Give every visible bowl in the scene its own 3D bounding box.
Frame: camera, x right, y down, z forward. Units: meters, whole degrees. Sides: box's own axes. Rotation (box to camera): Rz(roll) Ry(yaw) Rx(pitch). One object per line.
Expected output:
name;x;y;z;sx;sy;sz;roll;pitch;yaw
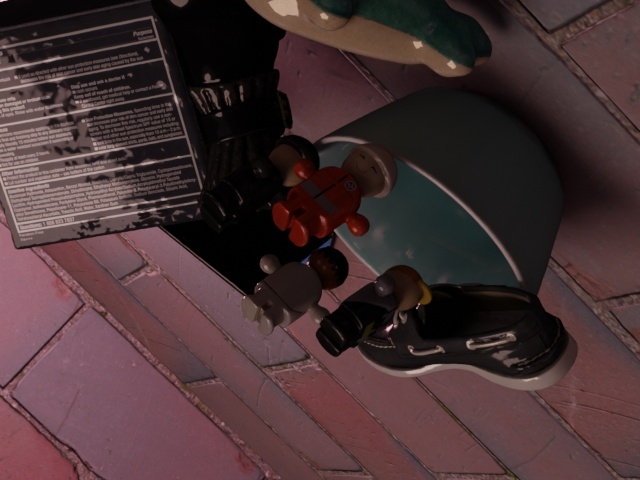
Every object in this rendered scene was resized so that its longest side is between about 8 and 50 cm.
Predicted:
bowl;0.152;-0.054;1.522;0.311;0.163;0.311;36;159;16

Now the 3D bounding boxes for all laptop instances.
laptop;-0.191;-0.036;2.091;0.382;0.408;0.236;38;125;10

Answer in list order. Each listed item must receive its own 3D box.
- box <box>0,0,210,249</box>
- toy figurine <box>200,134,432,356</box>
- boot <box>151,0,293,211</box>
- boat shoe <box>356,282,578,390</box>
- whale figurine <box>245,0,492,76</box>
box;-0.280;-0.175;1.732;0.296;0.183;0.294;-9;115;12
toy figurine;0.000;0.000;1.421;0.213;0.148;0.209;7;125;52
boot;-0.105;-0.168;1.513;0.131;0.260;0.348;1;174;13
boat shoe;0.139;0.088;1.459;0.302;0.114;0.091;-1;135;45
whale figurine;0.050;-0.259;1.330;0.272;0.216;0.141;28;113;13
